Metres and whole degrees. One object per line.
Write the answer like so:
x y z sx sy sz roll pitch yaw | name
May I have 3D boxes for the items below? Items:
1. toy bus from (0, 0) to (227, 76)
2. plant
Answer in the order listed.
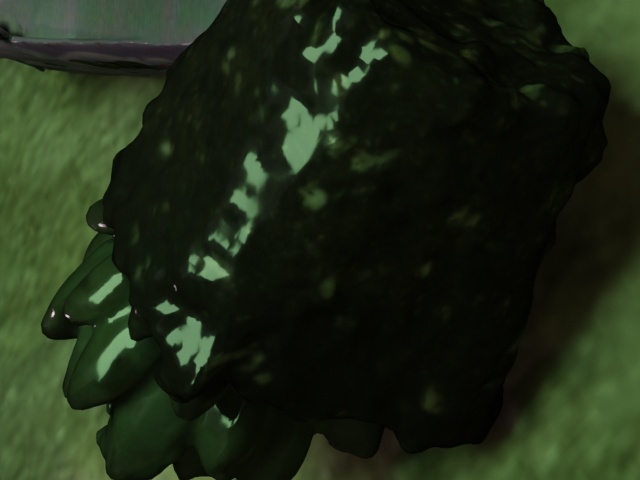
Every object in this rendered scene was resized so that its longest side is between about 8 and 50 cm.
-0.057 -0.131 0.777 0.317 0.112 0.138 7 86 52 | toy bus
0.000 0.000 0.610 0.194 0.132 0.129 -57 33 30 | plant
